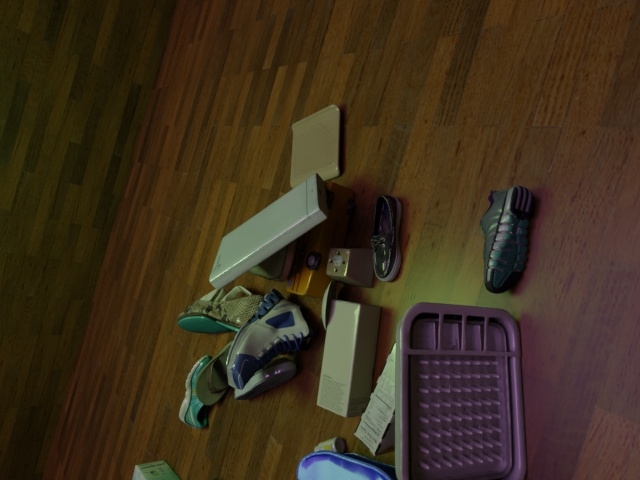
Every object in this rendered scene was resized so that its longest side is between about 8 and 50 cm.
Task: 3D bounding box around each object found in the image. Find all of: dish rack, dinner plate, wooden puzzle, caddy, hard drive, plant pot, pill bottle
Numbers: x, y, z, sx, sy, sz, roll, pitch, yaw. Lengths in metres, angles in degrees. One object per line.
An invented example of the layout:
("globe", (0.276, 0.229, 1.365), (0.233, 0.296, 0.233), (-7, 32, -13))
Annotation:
("dish rack", (0.250, 0.290, 0.745), (0.072, 0.285, 0.333), (156, 119, -63))
("dinner plate", (0.022, 0.178, 1.097), (0.017, 0.141, 0.141), (6, 82, 14))
("wooden puzzle", (-0.014, -0.303, 1.335), (0.221, 0.044, 0.238), (-11, 76, 43))
("caddy", (0.083, 0.611, 0.880), (0.341, 0.179, 0.241), (-4, 57, 39))
("hard drive", (-0.139, -0.031, 1.089), (0.353, 0.047, 0.233), (-33, 27, 16))
("plant pot", (0.078, 0.067, 1.093), (0.109, 0.096, 0.109), (3, 82, 46))
("pill bottle", (0.022, 0.548, 1.055), (0.083, 0.043, 0.043), (-36, 55, 34))

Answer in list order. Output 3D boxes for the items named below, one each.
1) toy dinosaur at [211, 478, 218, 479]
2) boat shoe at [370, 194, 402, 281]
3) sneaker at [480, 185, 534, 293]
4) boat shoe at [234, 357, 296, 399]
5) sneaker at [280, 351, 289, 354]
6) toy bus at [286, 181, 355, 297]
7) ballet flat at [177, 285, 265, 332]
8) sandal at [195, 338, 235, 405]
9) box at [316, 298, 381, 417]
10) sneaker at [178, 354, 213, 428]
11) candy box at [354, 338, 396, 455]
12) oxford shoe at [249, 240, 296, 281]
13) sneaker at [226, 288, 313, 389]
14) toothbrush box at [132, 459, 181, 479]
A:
("toy dinosaur", (-0.311, 0.893, 1.292), (0.268, 0.064, 0.118), (19, 86, 43))
("boat shoe", (0.164, -0.010, 1.040), (0.080, 0.076, 0.228), (2, 80, 46))
("sneaker", (0.374, -0.001, 0.841), (0.098, 0.083, 0.223), (10, 84, 70))
("boat shoe", (-0.189, 0.420, 1.263), (0.302, 0.109, 0.094), (-38, 52, 36))
("sneaker", (-0.137, 0.276, 1.278), (0.064, 0.067, 0.175), (-42, 51, 32))
("toy bus", (0.000, 0.000, 1.184), (0.130, 0.108, 0.332), (7, 84, 49))
("ballet flat", (-0.342, 0.251, 1.447), (0.483, 0.164, 0.182), (-10, 52, 46))
("sandal", (-0.349, 0.463, 1.391), (0.303, 0.120, 0.086), (-55, 11, 19))
("box", (0.074, 0.297, 1.035), (0.113, 0.094, 0.275), (2, 80, 46))
("sneaker", (-0.439, 0.566, 1.505), (0.110, 0.107, 0.275), (13, 94, 27))
("candy box", (0.187, 0.332, 0.862), (0.071, 0.159, 0.233), (31, 102, 48))
("oxford shoe", (-0.176, 0.049, 1.220), (0.397, 0.146, 0.140), (147, 136, -64))
("sneaker", (-0.124, 0.282, 1.149), (0.182, 0.315, 0.127), (17, 134, 14))
("toothbrush box", (-0.617, 1.018, 1.522), (0.295, 0.126, 0.216), (8, 85, 48))
